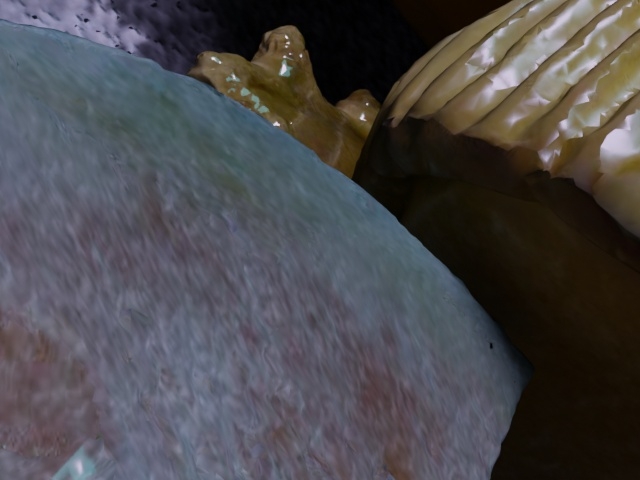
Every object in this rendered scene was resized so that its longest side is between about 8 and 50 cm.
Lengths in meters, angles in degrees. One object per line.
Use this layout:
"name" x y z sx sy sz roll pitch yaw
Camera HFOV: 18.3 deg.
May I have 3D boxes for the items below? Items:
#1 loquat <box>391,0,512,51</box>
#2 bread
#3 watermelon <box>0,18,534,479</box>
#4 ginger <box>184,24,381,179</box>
"loquat" 0.161 -0.183 0.813 0.328 0.328 0.328 27 38 -24
"bread" 0.117 0.020 0.668 0.227 0.253 0.142 43 62 10
"watermelon" -0.099 0.091 0.488 0.387 0.228 0.258 11 55 -50
"ginger" -0.005 -0.013 0.784 0.205 0.081 0.115 7 60 -41
